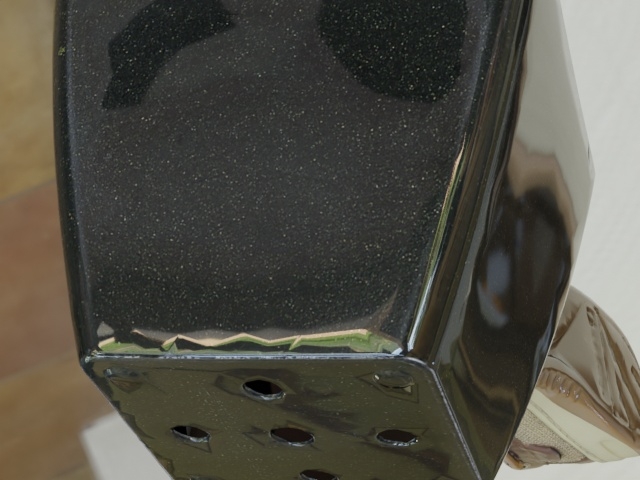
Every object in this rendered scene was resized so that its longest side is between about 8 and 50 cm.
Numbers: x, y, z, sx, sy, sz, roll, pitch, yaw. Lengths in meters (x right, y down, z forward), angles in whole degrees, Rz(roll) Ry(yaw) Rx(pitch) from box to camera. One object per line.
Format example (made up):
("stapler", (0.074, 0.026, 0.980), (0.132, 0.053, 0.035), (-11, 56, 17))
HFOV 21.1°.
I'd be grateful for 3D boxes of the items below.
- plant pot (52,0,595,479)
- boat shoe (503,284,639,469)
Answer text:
("plant pot", (0.000, 0.000, 0.661), (0.187, 0.167, 0.188), (-1, 149, 15))
("boat shoe", (0.069, 0.051, 0.987), (0.123, 0.123, 0.342), (-22, 144, 27))
